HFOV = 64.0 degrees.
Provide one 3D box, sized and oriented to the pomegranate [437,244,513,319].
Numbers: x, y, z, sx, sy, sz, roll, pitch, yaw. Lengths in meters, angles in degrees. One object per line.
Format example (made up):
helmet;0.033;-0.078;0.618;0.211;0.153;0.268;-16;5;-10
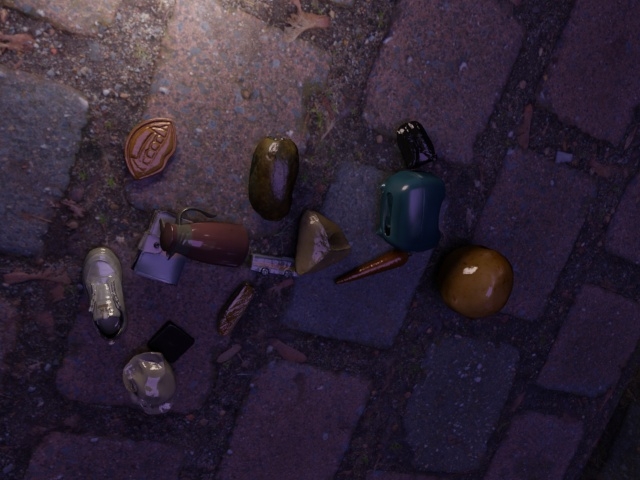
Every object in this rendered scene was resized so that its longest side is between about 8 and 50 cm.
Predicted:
pomegranate;0.603;0.153;1.990;0.307;0.307;0.307;-6;108;-18

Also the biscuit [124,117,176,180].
biscuit;-0.531;-0.289;1.595;0.142;0.029;0.221;34;93;-25

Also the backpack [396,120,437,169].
backpack;0.339;-0.344;1.844;0.120;0.106;0.165;-19;92;2

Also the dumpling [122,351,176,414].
dumpling;-0.583;0.494;1.766;0.162;0.132;0.250;-15;111;-18

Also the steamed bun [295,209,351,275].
steamed bun;0.022;0.013;1.824;0.212;0.110;0.231;3;95;-33

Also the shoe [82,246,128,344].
shoe;-0.681;0.190;1.624;0.124;0.159;0.316;-10;113;-15

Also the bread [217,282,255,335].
bread;-0.306;0.240;1.827;0.073;0.053;0.214;32;92;-29

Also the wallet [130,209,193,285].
wallet;-0.510;0.023;1.681;0.170;0.069;0.231;21;93;-28

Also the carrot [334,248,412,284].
carrot;0.208;0.105;1.963;0.336;0.069;0.069;-23;113;-8

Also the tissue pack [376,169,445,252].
tissue pack;0.321;-0.103;1.858;0.206;0.198;0.287;-7;114;-19

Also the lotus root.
lotus root;-0.156;-0.201;1.685;0.152;0.160;0.275;-5;108;-29

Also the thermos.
thermos;-0.374;-0.010;1.635;0.265;0.146;0.176;11;89;-41

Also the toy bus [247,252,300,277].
toy bus;-0.163;0.089;1.828;0.190;0.064;0.075;7;92;-21

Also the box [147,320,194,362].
box;-0.527;0.360;1.803;0.125;0.027;0.126;-44;116;1
